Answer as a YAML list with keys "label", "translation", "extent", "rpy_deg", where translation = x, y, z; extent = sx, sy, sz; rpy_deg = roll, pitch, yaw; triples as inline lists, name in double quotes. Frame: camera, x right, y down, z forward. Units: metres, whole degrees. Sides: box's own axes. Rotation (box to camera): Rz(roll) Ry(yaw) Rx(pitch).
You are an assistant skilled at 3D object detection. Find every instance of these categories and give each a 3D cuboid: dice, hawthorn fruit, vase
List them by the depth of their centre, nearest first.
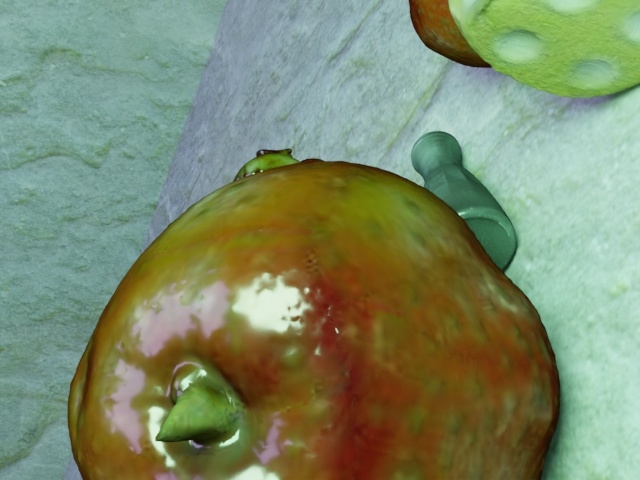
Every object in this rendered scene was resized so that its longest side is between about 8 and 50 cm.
- label: "hawthorn fruit"
  translation: [-0.017, 0.134, 0.797]
  extent: [0.403, 0.402, 0.403]
  rpy_deg: [-164, 90, -71]
- label: "dice"
  translation: [0.213, -0.234, 0.823]
  extent: [0.166, 0.169, 0.169]
  rpy_deg: [135, 146, -54]
- label: "hawthorn fruit"
  translation: [0.164, -0.249, 1.037]
  extent: [0.194, 0.157, 0.157]
  rpy_deg: [112, 173, -85]
- label: "vase"
  translation: [0.136, -0.045, 1.037]
  extent: [0.214, 0.086, 0.086]
  rpy_deg: [-98, 30, -60]

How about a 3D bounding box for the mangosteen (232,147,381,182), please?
- label: "mangosteen"
  translation: [0.000, 0.000, 1.111]
  extent: [0.265, 0.228, 0.228]
  rpy_deg: [55, 136, 22]
